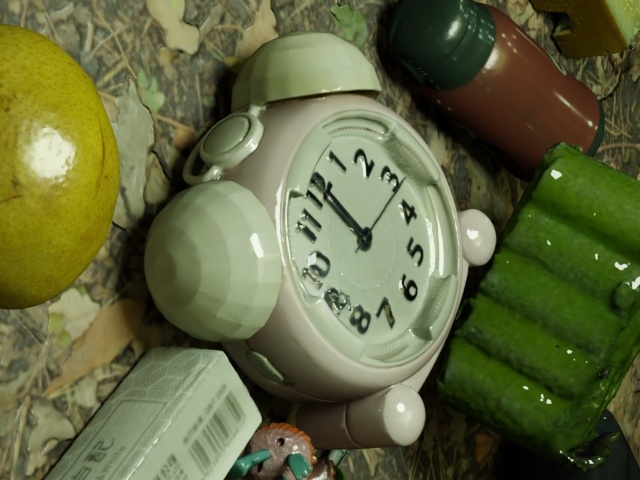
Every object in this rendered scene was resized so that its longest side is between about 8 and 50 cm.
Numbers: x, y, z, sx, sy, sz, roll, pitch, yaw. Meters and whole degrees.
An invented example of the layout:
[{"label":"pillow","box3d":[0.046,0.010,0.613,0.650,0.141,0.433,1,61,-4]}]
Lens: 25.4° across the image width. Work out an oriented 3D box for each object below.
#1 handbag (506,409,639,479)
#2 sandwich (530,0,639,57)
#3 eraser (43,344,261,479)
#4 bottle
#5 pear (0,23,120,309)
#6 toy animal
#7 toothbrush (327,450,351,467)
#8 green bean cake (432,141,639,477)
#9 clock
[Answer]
[{"label":"handbag","box3d":[0.327,0.398,1.790,0.302,0.178,0.275,63,28,-32]},{"label":"sandwich","box3d":[0.351,-0.361,1.899,0.235,0.128,0.122,52,53,-38]},{"label":"eraser","box3d":[-0.194,0.257,1.160,0.404,0.096,0.098,-53,130,-39]},{"label":"bottle","box3d":[0.203,-0.193,1.681,0.336,0.144,0.144,33,63,-46]},{"label":"pear","box3d":[-0.242,-0.056,1.026,0.209,0.209,0.208,3,86,-53]},{"label":"toy animal","box3d":[-0.038,0.234,1.354,0.100,0.103,0.208,55,-1,17]},{"label":"toothbrush","box3d":[0.037,0.170,1.526,0.035,0.042,0.413,46,52,-42]},{"label":"green bean cake","box3d":[0.289,0.070,1.592,0.319,0.218,0.335,-65,169,9]},{"label":"clock","box3d":[0.000,0.000,1.372,0.326,0.184,0.342,50,45,-34]}]
